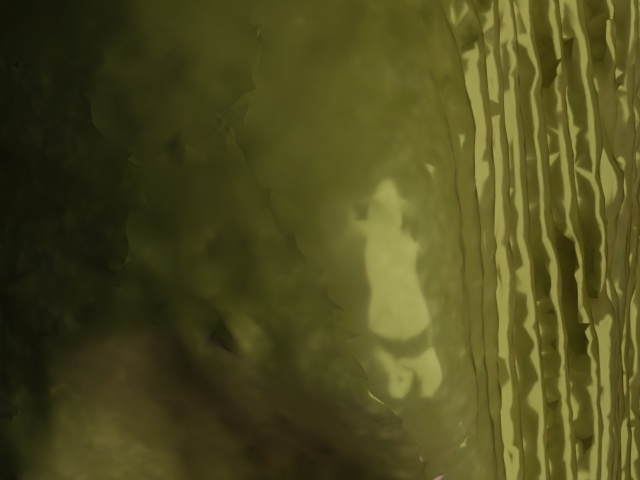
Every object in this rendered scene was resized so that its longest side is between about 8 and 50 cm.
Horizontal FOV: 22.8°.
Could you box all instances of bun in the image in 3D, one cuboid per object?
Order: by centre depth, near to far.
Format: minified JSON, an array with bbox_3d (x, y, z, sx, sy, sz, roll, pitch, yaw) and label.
[{"bbox_3d":[0.000,0.000,0.558,0.352,0.227,0.349,-11,101,-60],"label":"bun"}]
